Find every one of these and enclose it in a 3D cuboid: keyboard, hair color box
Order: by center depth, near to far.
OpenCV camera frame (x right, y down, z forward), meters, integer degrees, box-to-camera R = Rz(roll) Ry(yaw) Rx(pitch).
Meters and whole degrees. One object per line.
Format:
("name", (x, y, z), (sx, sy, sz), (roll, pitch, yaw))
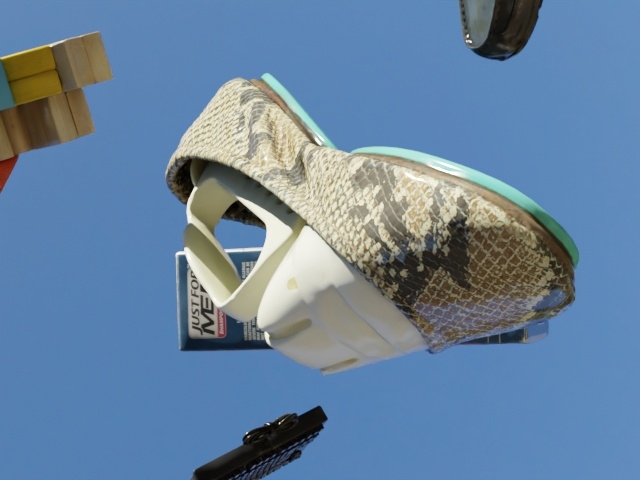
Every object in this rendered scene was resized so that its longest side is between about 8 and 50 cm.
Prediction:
("keyboard", (-0.061, 0.210, 1.219), (0.023, 0.108, 0.180), (44, -142, 21))
("hair color box", (0.047, 0.056, 1.282), (0.174, 0.347, 0.105), (9, -100, -72))

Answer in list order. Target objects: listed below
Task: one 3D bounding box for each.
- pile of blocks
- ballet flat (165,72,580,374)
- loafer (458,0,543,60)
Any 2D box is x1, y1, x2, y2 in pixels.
("pile of blocks", (-0.345, -0.072, 1.055), (0.362, 0.149, 0.112), (-15, -80, 3))
("ballet flat", (0.000, 0.000, 0.959), (0.182, 0.483, 0.164), (-45, -59, -6))
("loafer", (0.094, -0.222, 0.777), (0.078, 0.076, 0.223), (-1, -91, -24))
